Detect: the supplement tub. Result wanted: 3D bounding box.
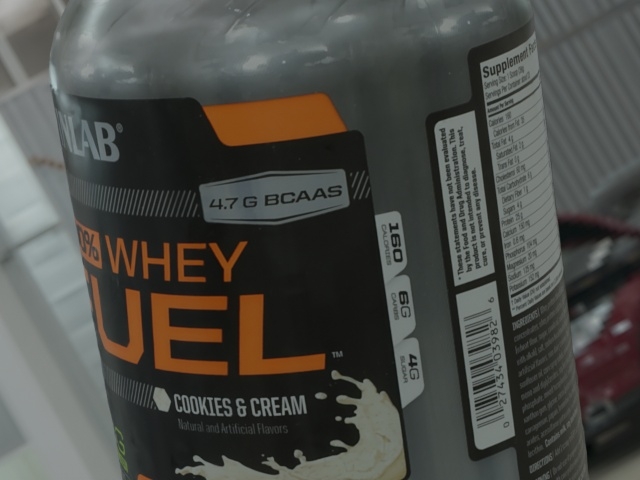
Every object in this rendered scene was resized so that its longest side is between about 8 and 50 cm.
[{"bbox_3d":[0.000,0.000,0.804,0.194,0.316,0.193,-8,14,2],"label":"supplement tub"}]
